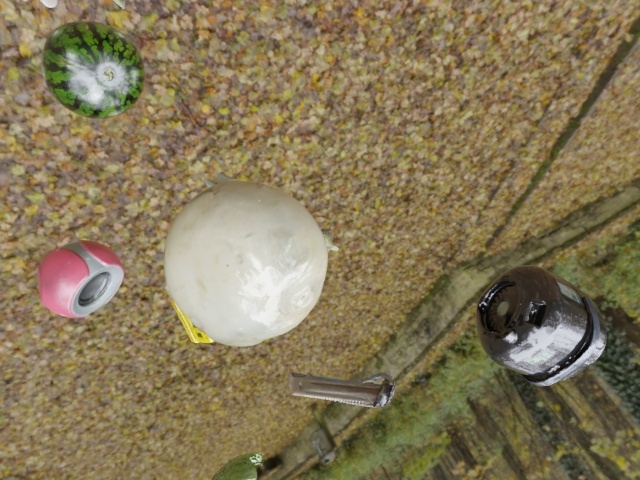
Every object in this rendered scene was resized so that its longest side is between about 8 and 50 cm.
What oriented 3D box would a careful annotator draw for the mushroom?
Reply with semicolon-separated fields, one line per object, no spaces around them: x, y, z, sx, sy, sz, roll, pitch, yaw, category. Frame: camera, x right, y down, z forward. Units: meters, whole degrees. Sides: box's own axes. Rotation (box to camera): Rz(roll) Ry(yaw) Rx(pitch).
-0.111;0.025;0.876;0.314;0.314;0.336;-47;173;26;mushroom

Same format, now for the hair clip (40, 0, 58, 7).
-0.580;-0.510;0.829;0.226;0.072;0.034;52;55;-69;hair clip

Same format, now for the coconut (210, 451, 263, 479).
-0.161;0.427;0.815;0.158;0.055;0.133;-38;169;-50;coconut

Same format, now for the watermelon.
-0.682;-0.513;1.401;0.285;0.285;0.285;-25;152;-15;watermelon

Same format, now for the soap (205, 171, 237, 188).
-0.345;-0.163;1.744;0.094;0.261;0.150;-36;115;-11;soap

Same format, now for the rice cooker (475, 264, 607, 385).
0.516;0.199;1.116;0.225;0.267;0.267;25;127;-14;rice cooker

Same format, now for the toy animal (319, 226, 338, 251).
0.000;0.000;1.543;0.137;0.098;0.098;2;137;-49;toy animal

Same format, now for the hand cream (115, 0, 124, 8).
-0.545;-0.668;1.264;0.022;0.102;0.035;-31;138;20;hand cream

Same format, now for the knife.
0.052;0.411;1.301;0.366;0.089;0.043;-9;149;37;knife

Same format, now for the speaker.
-0.878;0.137;1.715;0.295;0.294;0.294;-25;152;-15;speaker

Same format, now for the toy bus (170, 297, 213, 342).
-0.190;0.118;1.166;0.330;0.144;0.152;-32;-166;-35;toy bus
